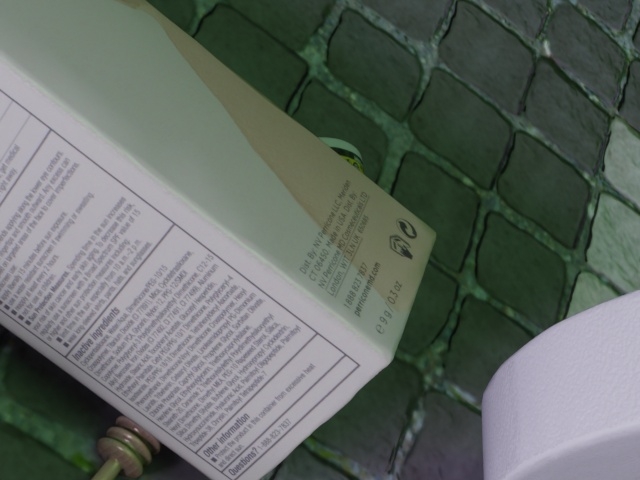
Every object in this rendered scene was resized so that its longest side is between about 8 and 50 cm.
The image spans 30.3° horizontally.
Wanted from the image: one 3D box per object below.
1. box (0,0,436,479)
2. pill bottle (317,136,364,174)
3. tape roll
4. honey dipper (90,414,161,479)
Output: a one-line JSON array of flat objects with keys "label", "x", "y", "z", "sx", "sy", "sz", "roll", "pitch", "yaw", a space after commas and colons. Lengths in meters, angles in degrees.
[{"label": "box", "x": -0.110, "y": -0.027, "z": 0.605, "sx": 0.311, "sy": 0.148, "sz": 0.121, "roll": 39, "pitch": 35, "yaw": -9}, {"label": "pill bottle", "x": 0.000, "y": 0.000, "z": 0.736, "sx": 0.065, "sy": 0.065, "sz": 0.116, "roll": 9, "pitch": 63, "yaw": -30}, {"label": "tape roll", "x": 0.284, "y": 0.118, "z": 0.654, "sx": 0.392, "sy": 0.392, "sz": 0.072, "roll": 17, "pitch": 58, "yaw": -25}, {"label": "honey dipper", "x": -0.131, "y": 0.145, "z": 0.604, "sx": 0.030, "sy": 0.030, "sz": 0.161, "roll": 44, "pitch": 55, "yaw": -7}]
